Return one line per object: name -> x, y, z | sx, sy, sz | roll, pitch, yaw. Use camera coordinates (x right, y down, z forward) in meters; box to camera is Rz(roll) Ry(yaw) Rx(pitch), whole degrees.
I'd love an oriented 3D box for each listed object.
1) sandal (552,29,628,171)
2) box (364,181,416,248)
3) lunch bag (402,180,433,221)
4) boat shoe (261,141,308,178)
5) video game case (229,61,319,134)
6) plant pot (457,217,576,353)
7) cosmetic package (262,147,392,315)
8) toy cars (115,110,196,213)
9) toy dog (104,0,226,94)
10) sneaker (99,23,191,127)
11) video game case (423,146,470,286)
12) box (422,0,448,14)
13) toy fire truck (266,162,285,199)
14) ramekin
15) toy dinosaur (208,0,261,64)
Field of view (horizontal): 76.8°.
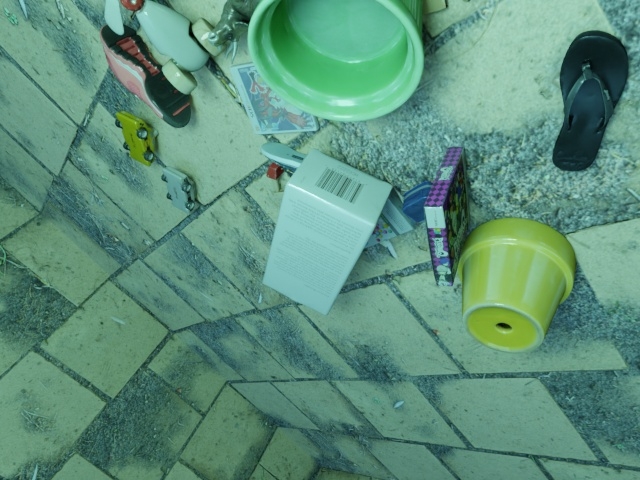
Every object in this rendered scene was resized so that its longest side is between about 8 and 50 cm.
sandal -> 0.467, -0.229, 0.706 | 0.097, 0.054, 0.254 | 7, 133, 30
box -> 0.146, -0.064, 1.111 | 0.145, 0.038, 0.186 | 48, 140, -16
lunch bag -> 0.248, -0.096, 0.987 | 0.067, 0.065, 0.098 | 34, 142, -24
boat shoe -> -0.083, -0.202, 1.109 | 0.183, 0.065, 0.083 | 23, 138, 12
video game case -> -0.115, -0.356, 1.010 | 0.201, 0.023, 0.183 | 5, 133, 31
plant pot -> 0.436, 0.116, 0.932 | 0.254, 0.239, 0.254 | 19, 139, 17
cosmetic package -> 0.000, 0.000, 1.113 | 0.230, 0.161, 0.453 | 27, 140, 4
toy cars -> -0.526, -0.262, 1.349 | 0.176, 0.087, 0.393 | -2, 132, 43
toy dog -> -0.363, -0.503, 0.898 | 0.161, 0.220, 0.333 | 61, 177, 46
sneaker -> -0.483, -0.442, 1.135 | 0.314, 0.116, 0.136 | 52, 148, -9
video game case -> 0.280, -0.055, 0.874 | 0.042, 0.232, 0.210 | 3, 131, 30
box -> 0.117, -0.478, 0.728 | 0.201, 0.021, 0.164 | 1, 131, 33
toy fire truck -> -0.093, -0.135, 1.198 | 0.135, 0.047, 0.192 | 25, 141, 12
ramekin -> 0.037, -0.368, 0.719 | 0.303, 0.148, 0.303 | 11, 160, 4
toy dinosaur -> -0.106, -0.502, 0.812 | 0.313, 0.121, 0.160 | -9, 142, 27
